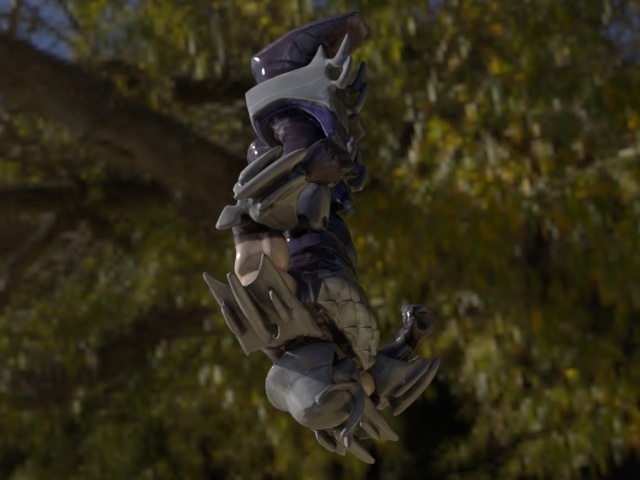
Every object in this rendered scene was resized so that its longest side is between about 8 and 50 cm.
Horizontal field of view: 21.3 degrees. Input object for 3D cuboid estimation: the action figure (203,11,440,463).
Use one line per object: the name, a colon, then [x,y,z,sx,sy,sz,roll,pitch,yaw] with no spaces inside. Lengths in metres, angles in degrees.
action figure: [0.000,0.000,0.943,0.099,0.285,0.185,-14,-48,7]
